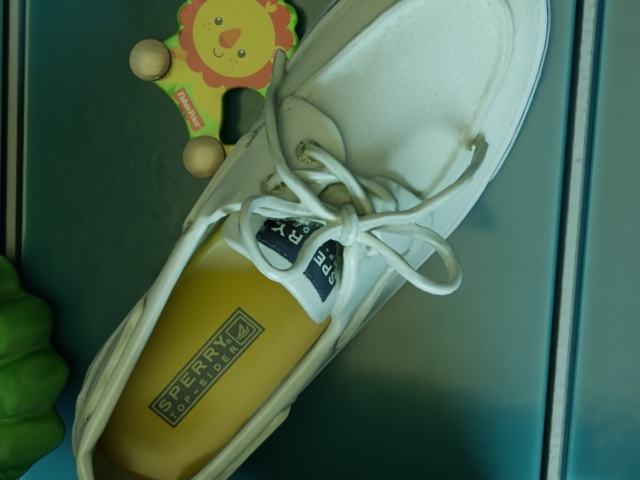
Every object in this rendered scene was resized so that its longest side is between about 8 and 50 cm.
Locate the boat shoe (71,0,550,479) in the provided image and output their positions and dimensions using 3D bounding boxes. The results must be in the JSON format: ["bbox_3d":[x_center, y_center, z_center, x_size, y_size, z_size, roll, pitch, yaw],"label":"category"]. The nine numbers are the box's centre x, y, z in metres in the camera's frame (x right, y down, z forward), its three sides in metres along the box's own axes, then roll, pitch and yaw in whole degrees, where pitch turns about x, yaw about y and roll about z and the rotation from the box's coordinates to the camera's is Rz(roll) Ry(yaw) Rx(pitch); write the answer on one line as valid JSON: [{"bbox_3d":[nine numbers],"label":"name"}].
[{"bbox_3d":[-0.008,-0.004,0.648,0.136,0.156,0.367,40,97,-8],"label":"boat shoe"}]

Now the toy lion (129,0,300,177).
[{"bbox_3d":[-0.051,-0.098,0.729,0.096,0.034,0.100,-28,91,6],"label":"toy lion"}]

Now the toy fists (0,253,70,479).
[{"bbox_3d":[-0.256,0.025,0.754,0.142,0.096,0.279,-33,89,12],"label":"toy fists"}]
